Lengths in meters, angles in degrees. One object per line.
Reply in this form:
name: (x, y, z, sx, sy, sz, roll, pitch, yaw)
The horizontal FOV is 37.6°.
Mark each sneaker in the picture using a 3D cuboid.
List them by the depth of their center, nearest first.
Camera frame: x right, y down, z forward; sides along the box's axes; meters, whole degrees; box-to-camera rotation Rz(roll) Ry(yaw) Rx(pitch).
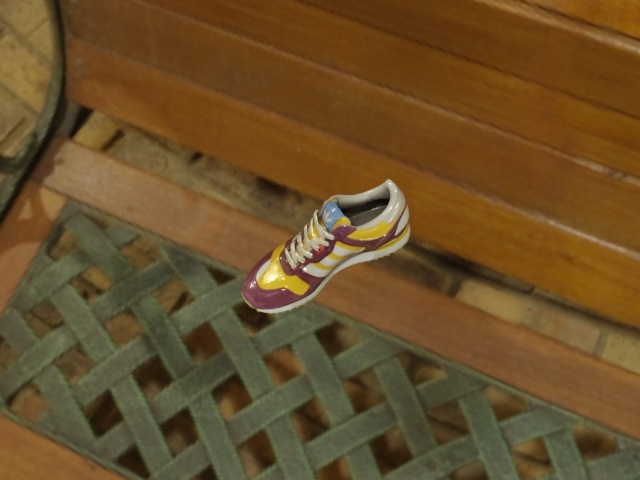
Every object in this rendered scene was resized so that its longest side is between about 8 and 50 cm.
sneaker: (0.000, 0.000, 0.919, 0.069, 0.185, 0.084, 54, 170, 34)
